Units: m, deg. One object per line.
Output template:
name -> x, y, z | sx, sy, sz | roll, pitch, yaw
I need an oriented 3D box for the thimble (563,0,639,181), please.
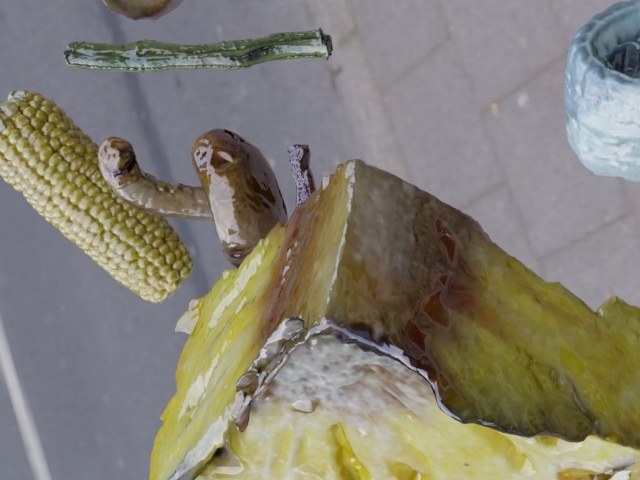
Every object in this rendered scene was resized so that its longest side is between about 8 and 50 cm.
thimble -> 0.408, -0.174, 1.685 | 0.205, 0.250, 0.171 | -112, 9, -47

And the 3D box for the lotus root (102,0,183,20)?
lotus root -> -0.116, -0.200, 0.758 | 0.135, 0.095, 0.159 | 48, 140, 49

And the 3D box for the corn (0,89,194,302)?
corn -> -0.232, -0.043, 1.431 | 0.260, 0.091, 0.091 | 46, 165, 0

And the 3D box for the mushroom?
mushroom -> -0.068, -0.033, 0.866 | 0.073, 0.130, 0.088 | -46, 32, 25

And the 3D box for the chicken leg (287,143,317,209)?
chicken leg -> -0.001, 0.004, 1.518 | 0.093, 0.053, 0.205 | 115, 134, -65

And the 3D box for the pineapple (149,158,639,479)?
pineapple -> 0.029, 0.051, 0.592 | 0.237, 0.186, 0.114 | -9, 55, 21

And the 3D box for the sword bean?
sword bean -> -0.038, -0.058, 0.450 | 0.012, 0.083, 0.012 | 177, 90, -88
